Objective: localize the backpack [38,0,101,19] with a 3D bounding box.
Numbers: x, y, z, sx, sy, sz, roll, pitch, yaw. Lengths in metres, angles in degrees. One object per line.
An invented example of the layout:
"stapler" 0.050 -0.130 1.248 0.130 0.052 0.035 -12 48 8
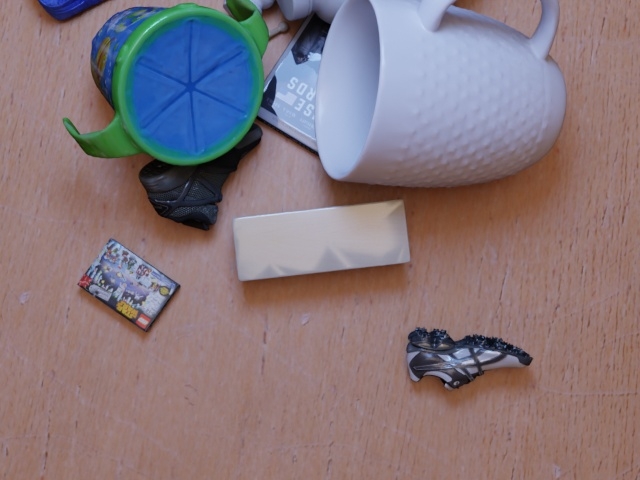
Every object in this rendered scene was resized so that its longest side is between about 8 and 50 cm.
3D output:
"backpack" -0.421 -0.435 1.372 0.120 0.101 0.098 -31 78 -2

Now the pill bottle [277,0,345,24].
"pill bottle" 0.086 -0.455 1.328 0.323 0.181 0.181 -18 83 -11

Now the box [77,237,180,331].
"box" -0.309 0.072 1.343 0.137 0.027 0.094 34 84 3

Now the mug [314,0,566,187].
"mug" 0.203 -0.244 1.229 0.328 0.374 0.276 3 50 -19

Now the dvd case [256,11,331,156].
"dvd case" 0.014 -0.270 1.396 0.179 0.029 0.238 31 82 3

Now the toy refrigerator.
"toy refrigerator" 0.000 0.000 1.330 0.270 0.094 0.102 -7 90 -2

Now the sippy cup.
"sippy cup" -0.240 -0.257 1.272 0.306 0.224 0.240 -9 117 -33

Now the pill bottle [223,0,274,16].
"pill bottle" -0.104 -0.444 1.387 0.086 0.086 0.152 24 83 2

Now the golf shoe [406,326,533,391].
"golf shoe" 0.234 0.196 1.325 0.198 0.077 0.093 7 93 6

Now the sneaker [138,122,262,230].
"sneaker" -0.180 -0.103 1.346 0.087 0.130 0.227 20 47 39

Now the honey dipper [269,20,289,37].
"honey dipper" -0.123 -0.326 1.402 0.161 0.030 0.030 -33 85 -9
